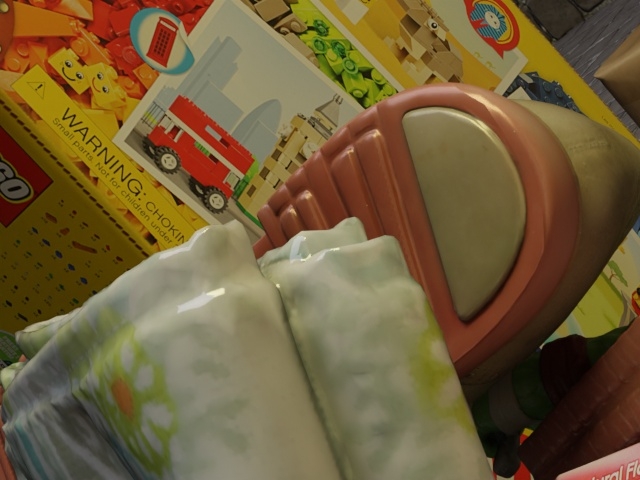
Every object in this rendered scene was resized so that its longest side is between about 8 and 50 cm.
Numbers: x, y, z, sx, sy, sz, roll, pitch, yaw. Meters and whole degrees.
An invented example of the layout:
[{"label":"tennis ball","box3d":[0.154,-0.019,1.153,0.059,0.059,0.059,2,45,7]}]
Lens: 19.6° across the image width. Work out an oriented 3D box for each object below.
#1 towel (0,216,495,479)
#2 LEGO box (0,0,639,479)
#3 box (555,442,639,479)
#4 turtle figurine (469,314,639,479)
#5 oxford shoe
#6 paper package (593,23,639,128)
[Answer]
[{"label":"towel","box3d":[-0.007,0.187,0.578,0.090,0.374,0.320,-18,-3,-18]},{"label":"LEGO box","box3d":[0.000,0.000,1.105,0.193,0.500,0.372,-37,9,45]},{"label":"box","box3d":[0.195,0.121,0.520,0.300,0.142,0.154,-34,34,53]},{"label":"turtle figurine","box3d":[0.155,0.128,0.815,0.266,0.198,0.275,-60,7,-12]},{"label":"oxford shoe","box3d":[-0.013,0.070,0.843,0.397,0.140,0.146,-32,-17,34]},{"label":"paper package","box3d":[0.415,-0.194,1.375,0.309,0.168,0.325,-45,6,-33]}]
